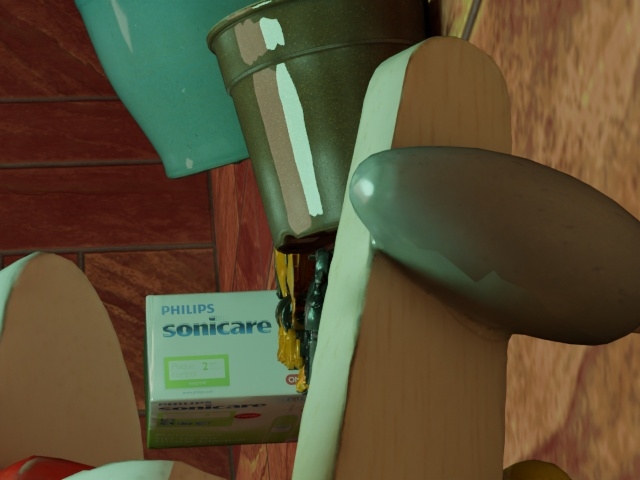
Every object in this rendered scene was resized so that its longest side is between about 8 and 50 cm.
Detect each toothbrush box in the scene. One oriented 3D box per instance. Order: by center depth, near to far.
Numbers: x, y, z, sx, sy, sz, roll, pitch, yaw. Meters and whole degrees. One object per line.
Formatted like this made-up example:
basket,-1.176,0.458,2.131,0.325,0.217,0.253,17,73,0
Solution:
toothbrush box,-0.094,0.149,1.656,0.283,0.206,0.122,112,155,-69

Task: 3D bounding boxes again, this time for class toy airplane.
toy airplane,0.044,0.143,0.492,0.384,0.272,0.386,-37,-64,-61

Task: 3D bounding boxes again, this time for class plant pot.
plant pot,0.013,-0.082,1.066,0.167,0.167,0.165,127,133,-77
plant pot,-0.112,-0.210,1.590,0.271,0.271,0.255,-159,51,-81

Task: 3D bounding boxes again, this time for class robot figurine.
robot figurine,0.000,0.000,1.389,0.211,0.085,0.291,-171,79,-82
